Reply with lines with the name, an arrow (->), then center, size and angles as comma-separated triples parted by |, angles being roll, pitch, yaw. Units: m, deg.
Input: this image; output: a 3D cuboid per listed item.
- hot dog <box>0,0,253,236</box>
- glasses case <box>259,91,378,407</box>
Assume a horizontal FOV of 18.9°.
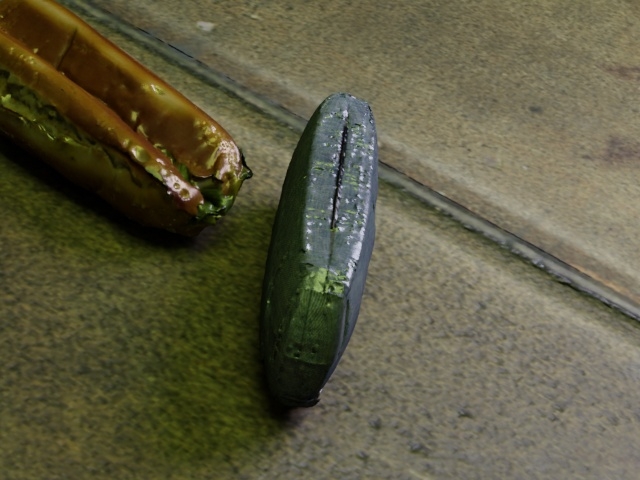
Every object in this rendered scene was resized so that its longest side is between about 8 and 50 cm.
hot dog -> -0.164, -0.089, 1.367 | 0.115, 0.072, 0.269 | -19, 48, -43
glasses case -> 0.000, 0.000, 1.274 | 0.067, 0.109, 0.282 | 12, 32, -5
